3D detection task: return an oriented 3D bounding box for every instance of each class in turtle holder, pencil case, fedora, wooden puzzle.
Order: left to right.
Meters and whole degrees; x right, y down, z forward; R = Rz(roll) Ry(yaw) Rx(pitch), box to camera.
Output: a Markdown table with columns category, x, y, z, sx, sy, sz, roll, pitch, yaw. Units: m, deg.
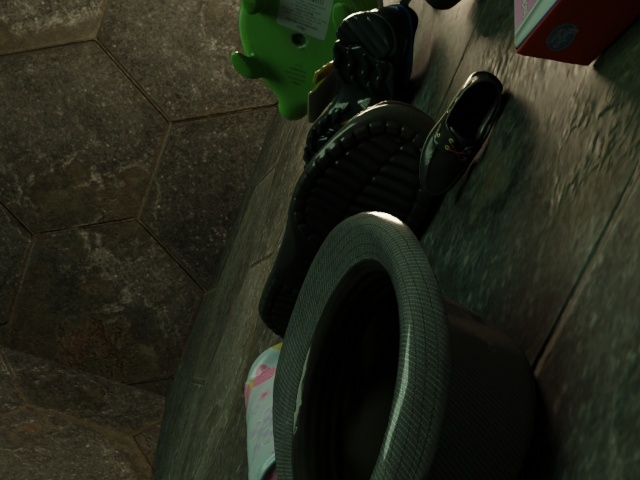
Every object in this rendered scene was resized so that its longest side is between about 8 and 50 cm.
| category | x | y | z | sx | sy | sz | roll | pitch | yaw |
| --- | --- | --- | --- | --- | --- | --- | --- | --- | --- |
| pencil case | -0.012 | 0.192 | 1.103 | 0.124 | 0.113 | 0.273 | -41 | 15 | 9 |
| turtle holder | 0.004 | -0.349 | 1.858 | 0.227 | 0.244 | 0.320 | -60 | -42 | -45 |
| wooden puzzle | 0.005 | -0.205 | 1.507 | 0.078 | 0.014 | 0.116 | -45 | -21 | -32 |
| fedora | 0.063 | 0.114 | 0.776 | 0.275 | 0.124 | 0.243 | -126 | 53 | -69 |

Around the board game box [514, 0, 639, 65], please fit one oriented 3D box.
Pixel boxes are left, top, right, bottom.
| category | x | y | z | sx | sy | sz | roll | pitch | yaw |
| --- | --- | --- | --- | --- | --- | --- | --- | --- | --- |
| board game box | 0.222 | -0.300 | 0.733 | 0.316 | 0.064 | 0.242 | 128 | 148 | -65 |

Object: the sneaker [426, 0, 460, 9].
| category | x | y | z | sx | sy | sz | roll | pitch | yaw |
| --- | --- | --- | --- | --- | --- | --- | --- | --- | --- |
| sneaker | 0.169 | -0.406 | 1.301 | 0.130 | 0.109 | 0.286 | 112 | 177 | -76 |

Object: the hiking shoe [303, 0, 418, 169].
| category | x | y | z | sx | sy | sz | roll | pitch | yaw |
| --- | --- | --- | --- | --- | --- | --- | --- | --- | --- |
| hiking shoe | 0.069 | -0.182 | 1.502 | 0.132 | 0.113 | 0.304 | -37 | -26 | -46 |

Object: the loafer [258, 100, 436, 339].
| category | x | y | z | sx | sy | sz | roll | pitch | yaw |
| --- | --- | --- | --- | --- | --- | --- | --- | --- | --- |
| loafer | 0.028 | -0.032 | 1.238 | 0.366 | 0.134 | 0.130 | -57 | 6 | 43 |

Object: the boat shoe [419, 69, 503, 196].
| category | x | y | z | sx | sy | sz | roll | pitch | yaw |
| --- | --- | --- | --- | --- | --- | --- | --- | --- | --- |
| boat shoe | 0.131 | -0.099 | 1.045 | 0.133 | 0.049 | 0.042 | -63 | 3 | 18 |
